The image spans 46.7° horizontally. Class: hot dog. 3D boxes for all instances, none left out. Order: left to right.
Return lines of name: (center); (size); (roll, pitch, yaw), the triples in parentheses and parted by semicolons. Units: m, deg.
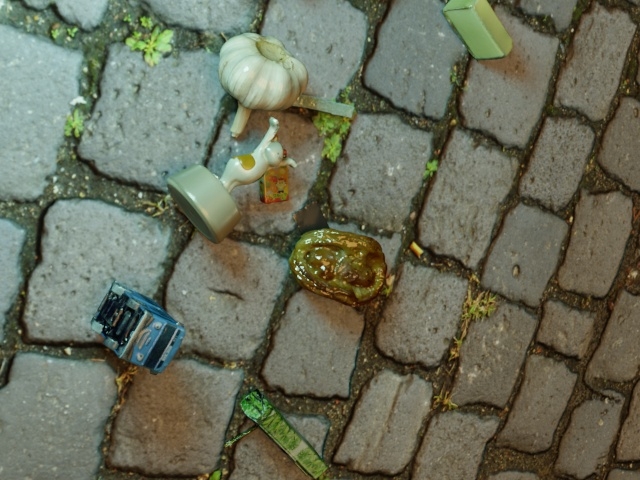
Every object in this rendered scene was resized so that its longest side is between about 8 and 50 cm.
hot dog: (0.054, 0.065, 1.789); (0.259, 0.114, 0.175); (14, 90, -34)

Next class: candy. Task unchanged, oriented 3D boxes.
candy: (-0.110, -0.149, 1.711); (0.062, 0.038, 0.122); (-10, 106, -26)

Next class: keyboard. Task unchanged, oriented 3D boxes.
keyboard: (-0.001, 0.000, 1.820); (0.074, 0.015, 0.196); (-37, 117, -21)

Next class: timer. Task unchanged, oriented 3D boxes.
timer: (-0.175, -0.139, 1.596); (0.266, 0.175, 0.175); (-40, 117, -14)

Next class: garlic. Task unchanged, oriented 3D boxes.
garlic: (-0.143, -0.322, 1.611); (0.199, 0.199, 0.226); (6, 132, -29)

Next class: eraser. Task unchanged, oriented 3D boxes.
eraser: (0.396, -0.533, 1.854); (0.172, 0.117, 0.058); (45, 75, -29)

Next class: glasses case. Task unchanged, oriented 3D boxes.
glasses case: (-0.089, 0.481, 1.821); (0.062, 0.095, 0.272); (-41, 122, -7)

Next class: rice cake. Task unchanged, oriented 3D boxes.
rice cake: (0.004, -0.317, 1.741); (0.171, 0.029, 0.033); (8, 101, -30)

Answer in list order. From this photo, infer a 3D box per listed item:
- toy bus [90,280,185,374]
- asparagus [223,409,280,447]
toy bus: (-0.375, 0.178, 1.529); (0.133, 0.234, 0.116); (33, 85, -33)
asparagus: (-0.168, 0.466, 1.835); (0.166, 0.013, 0.016); (-28, 124, -20)
